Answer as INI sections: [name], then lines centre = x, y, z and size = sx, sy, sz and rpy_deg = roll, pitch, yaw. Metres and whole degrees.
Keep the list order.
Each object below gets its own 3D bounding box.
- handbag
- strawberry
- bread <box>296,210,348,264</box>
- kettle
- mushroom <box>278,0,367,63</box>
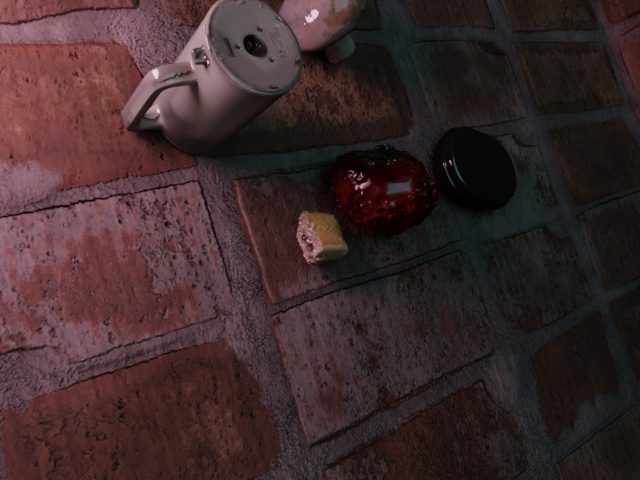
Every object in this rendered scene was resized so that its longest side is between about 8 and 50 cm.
[handbag]
centre = 0.464, -0.216, 1.857
size = 0.307, 0.093, 0.254
rpy_deg = 11, 68, -33
[strawberry]
centre = 0.161, -0.112, 1.538
size = 0.274, 0.274, 0.221
rpy_deg = -18, 124, -38
[bread]
centre = 0.000, -0.002, 1.460
size = 0.106, 0.082, 0.125
rpy_deg = 7, 50, -42
[kettle]
centre = -0.218, -0.304, 1.247
size = 0.205, 0.318, 0.265
rpy_deg = 44, 56, -17
[mushroom]
centre = 0.021, -0.562, 1.581
size = 0.243, 0.243, 0.244
rpy_deg = 12, 69, -33
